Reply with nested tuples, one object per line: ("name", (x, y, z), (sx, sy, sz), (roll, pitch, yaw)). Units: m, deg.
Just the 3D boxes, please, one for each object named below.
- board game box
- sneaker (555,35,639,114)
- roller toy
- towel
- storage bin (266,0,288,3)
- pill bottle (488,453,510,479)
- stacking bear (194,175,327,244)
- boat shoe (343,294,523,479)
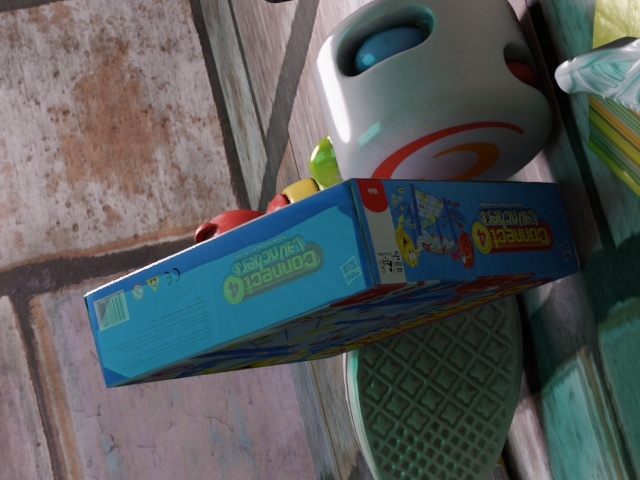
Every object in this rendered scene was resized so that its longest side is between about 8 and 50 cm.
("board game box", (0.013, 0.036, 1.221), (0.308, 0.302, 0.086), (-23, 77, 38))
("sneaker", (0.211, -0.107, 0.946), (0.152, 0.054, 0.061), (-5, 108, 64))
("roller toy", (0.098, -0.130, 1.238), (0.191, 0.209, 0.146), (123, 136, -58))
("towel", (0.225, -0.145, 0.998), (0.102, 0.021, 0.237), (-124, 24, -52))
("storage bin", (0.016, -0.325, 1.485), (0.084, 0.180, 0.122), (-165, 63, -80))
("pill bottle", (0.142, 0.227, 1.624), (0.119, 0.119, 0.208), (100, 157, -65))
("stacking bear", (0.000, 0.000, 1.646), (0.175, 0.289, 0.164), (89, 165, -48))
("boat shoe", (0.099, 0.028, 1.476), (0.156, 0.187, 0.500), (151, 112, -85))
